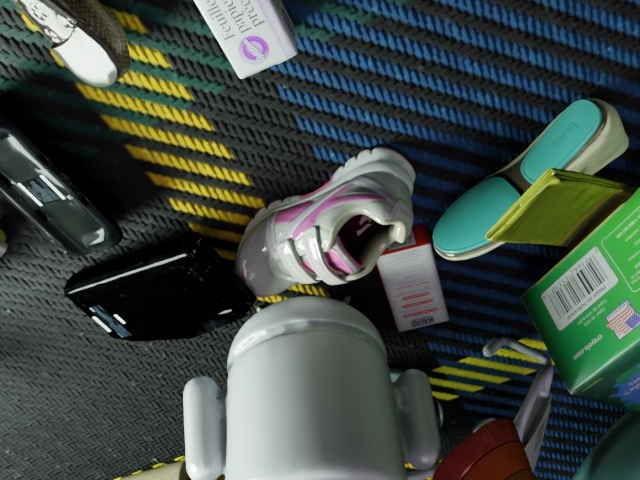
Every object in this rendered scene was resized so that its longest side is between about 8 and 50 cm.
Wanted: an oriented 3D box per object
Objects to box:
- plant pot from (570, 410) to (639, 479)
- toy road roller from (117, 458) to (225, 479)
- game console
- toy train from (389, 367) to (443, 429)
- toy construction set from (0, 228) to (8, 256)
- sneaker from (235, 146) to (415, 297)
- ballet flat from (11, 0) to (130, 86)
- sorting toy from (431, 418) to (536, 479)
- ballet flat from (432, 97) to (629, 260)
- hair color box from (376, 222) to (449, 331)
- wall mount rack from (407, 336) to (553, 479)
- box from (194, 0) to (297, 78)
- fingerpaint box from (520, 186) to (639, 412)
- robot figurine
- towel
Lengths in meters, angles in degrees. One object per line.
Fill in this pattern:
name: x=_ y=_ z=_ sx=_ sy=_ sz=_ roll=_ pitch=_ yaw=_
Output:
plant pot: x=0.550 y=0.381 z=1.056 sx=0.293 sy=0.293 sz=0.235 roll=11 pitch=113 yaw=-13
toy road roller: x=-0.220 y=0.546 z=1.117 sx=0.203 sy=0.240 sz=0.329 roll=-19 pitch=113 yaw=11
game console: x=-0.250 y=-0.007 z=0.788 sx=0.213 sy=0.044 sz=0.361 roll=-16 pitch=128 yaw=30
toy train: x=0.011 y=0.289 z=1.034 sx=0.334 sy=0.142 sz=0.190 roll=-6 pitch=142 yaw=-2
toy construction set: x=-0.505 y=0.107 z=0.836 sx=0.215 sy=0.151 sz=0.327 roll=13 pitch=117 yaw=-15
sneaker: x=0.000 y=0.000 z=0.795 sx=0.252 sy=0.111 sz=0.103 roll=-35 pitch=124 yaw=23
ballet flat: x=-0.258 y=-0.246 z=0.613 sx=0.084 sy=0.058 sz=0.250 roll=-16 pitch=127 yaw=38
sorting toy: x=0.235 y=0.365 z=0.850 sx=0.127 sy=0.126 sz=0.365 roll=-31 pitch=135 yaw=-13
ballet flat: x=0.240 y=-0.055 z=0.795 sx=0.086 sy=0.086 sz=0.248 roll=34 pitch=119 yaw=-28
hair color box: x=0.116 y=0.050 z=0.891 sx=0.072 sy=0.043 sz=0.141 roll=-14 pitch=128 yaw=7
wall mount rack: x=0.211 y=0.310 z=0.965 sx=0.130 sy=0.304 sz=0.350 roll=23 pitch=138 yaw=29
box: x=-0.116 y=-0.289 z=0.575 sx=0.063 sy=0.067 sz=0.324 roll=-21 pitch=127 yaw=13
fingerpaint box: x=0.532 y=0.030 z=0.800 sx=0.371 sy=0.163 sz=0.445 roll=20 pitch=126 yaw=-29
robot figurine: x=-0.011 y=0.211 z=0.815 sx=0.300 sy=0.353 sz=0.199 roll=2 pitch=137 yaw=-7
towel: x=0.281 y=-0.028 z=0.778 sx=0.237 sy=0.021 sz=0.102 roll=3 pitch=133 yaw=-46
